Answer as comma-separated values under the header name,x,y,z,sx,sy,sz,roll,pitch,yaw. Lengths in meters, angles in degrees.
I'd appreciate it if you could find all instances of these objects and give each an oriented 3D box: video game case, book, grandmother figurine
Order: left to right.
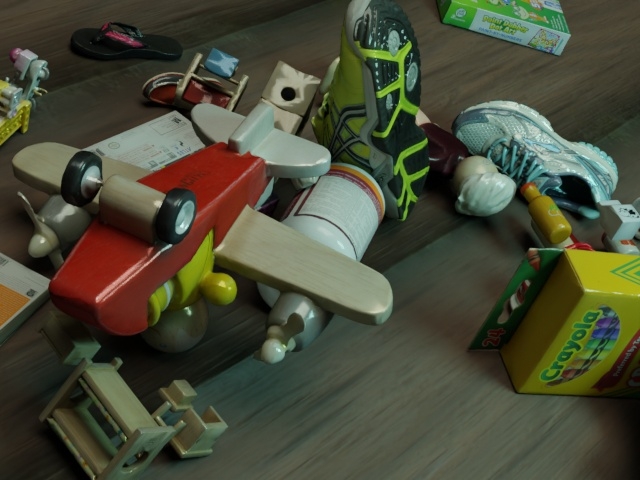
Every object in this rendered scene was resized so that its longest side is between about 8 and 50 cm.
name,x,y,z,sx,sy,sz,roll,pitch,yaw
book,-0.384,0.069,1.484,0.096,0.035,0.144,28,38,9
video game case,-0.203,-0.069,1.730,0.210,0.042,0.232,39,41,17
grandmother figurine,0.152,-0.157,1.974,0.342,0.104,0.208,40,35,19

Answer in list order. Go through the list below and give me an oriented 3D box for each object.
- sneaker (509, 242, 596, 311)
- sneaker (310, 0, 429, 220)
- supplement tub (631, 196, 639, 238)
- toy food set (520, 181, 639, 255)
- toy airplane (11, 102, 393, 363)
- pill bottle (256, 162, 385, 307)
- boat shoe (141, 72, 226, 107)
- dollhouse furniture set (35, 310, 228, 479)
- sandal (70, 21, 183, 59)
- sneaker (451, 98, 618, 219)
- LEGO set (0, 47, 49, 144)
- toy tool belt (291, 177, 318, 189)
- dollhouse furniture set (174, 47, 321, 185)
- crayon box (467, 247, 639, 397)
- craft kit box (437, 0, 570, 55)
name,x,y,z,sx,sy,sz,roll,pitch,yaw
sneaker,0.388,0.080,1.810,0.221,0.128,0.087,11,41,-17
sneaker,0.052,-0.171,1.750,0.147,0.384,0.145,17,54,20
supplement tub,0.553,-0.034,2.077,0.107,0.071,0.071,2,44,-26
toy food set,0.400,-0.025,1.949,0.232,0.111,0.104,-3,47,-28
toy airplane,-0.151,-0.002,1.511,0.384,0.272,0.386,0,29,-23
pill bottle,0.000,0.000,1.698,0.121,0.121,0.221,27,39,2
boat shoe,-0.195,-0.214,1.897,0.137,0.049,0.043,-2,45,-38
dollhouse furniture set,-0.224,0.178,1.427,0.182,0.101,0.161,48,19,26
sandal,-0.289,-0.305,1.953,0.179,0.040,0.067,-1,46,-30
sneaker,0.337,-0.124,2.035,0.283,0.110,0.122,22,42,-4
LEGO set,-0.453,-0.174,1.643,0.107,0.132,0.287,23,16,6
toy tool belt,-0.022,-0.108,1.723,0.051,0.052,0.083,59,24,-21
dollhouse furniture set,-0.115,-0.183,1.805,0.184,0.129,0.129,25,71,0
crayon box,0.378,0.114,1.711,0.318,0.202,0.081,5,43,-22
craft kit box,0.334,-0.470,2.471,0.247,0.061,0.250,10,41,-14
